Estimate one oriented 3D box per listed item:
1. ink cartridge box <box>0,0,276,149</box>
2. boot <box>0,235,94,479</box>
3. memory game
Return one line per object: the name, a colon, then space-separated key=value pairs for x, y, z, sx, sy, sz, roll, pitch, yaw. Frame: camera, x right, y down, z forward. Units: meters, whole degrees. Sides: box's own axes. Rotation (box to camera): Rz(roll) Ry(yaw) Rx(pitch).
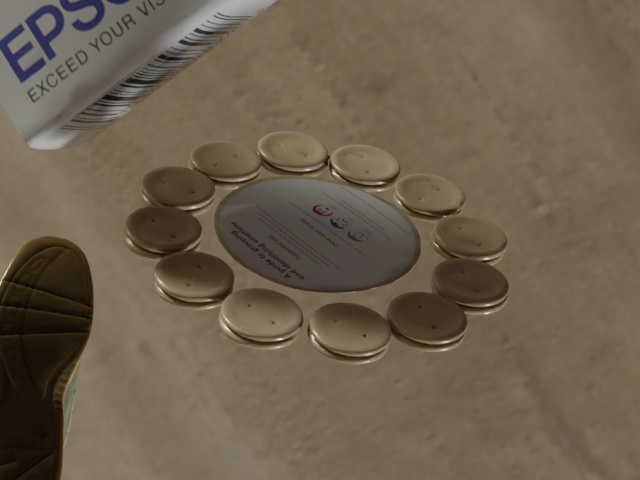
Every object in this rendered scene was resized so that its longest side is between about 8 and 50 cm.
ink cartridge box: x=-0.082 y=-0.262 z=0.700 sx=0.330 sy=0.324 sz=0.071 roll=57 pitch=-160 yaw=3
boot: x=-0.228 y=0.115 z=1.239 sx=0.077 sy=0.165 sz=0.213 roll=9 pitch=-108 yaw=-14
memory game: x=0.000 y=0.000 z=0.768 sx=0.186 sy=0.012 sz=0.186 roll=7 pitch=-147 yaw=-5
